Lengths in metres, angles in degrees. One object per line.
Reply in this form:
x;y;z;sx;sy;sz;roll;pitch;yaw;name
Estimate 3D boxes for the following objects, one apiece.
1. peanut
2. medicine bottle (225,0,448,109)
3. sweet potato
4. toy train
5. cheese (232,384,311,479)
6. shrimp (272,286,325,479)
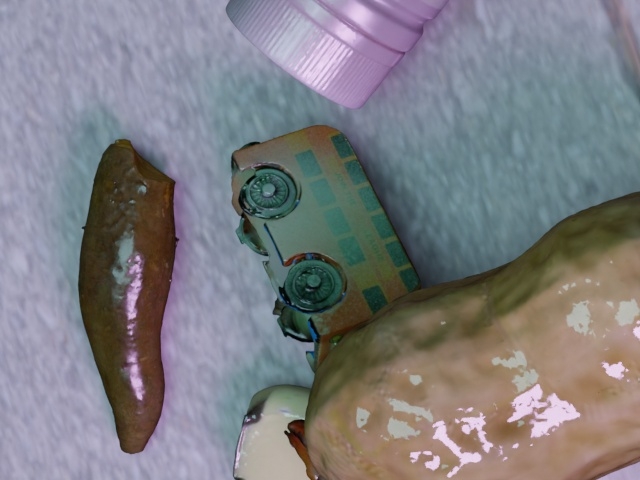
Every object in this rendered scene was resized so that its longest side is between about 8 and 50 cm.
0.172;0.073;1.262;0.387;0.192;0.170;-24;67;2;peanut
0.053;-0.226;1.344;0.133;0.133;0.250;42;105;12;medicine bottle
-0.147;0.045;1.458;0.077;0.077;0.244;4;93;19;sweet potato
0.000;0.000;1.370;0.099;0.072;0.188;-20;64;-10;toy train
0.056;0.194;1.409;0.255;0.050;0.127;16;97;17;cheese
0.051;0.132;1.373;0.253;0.058;0.173;30;65;15;shrimp
